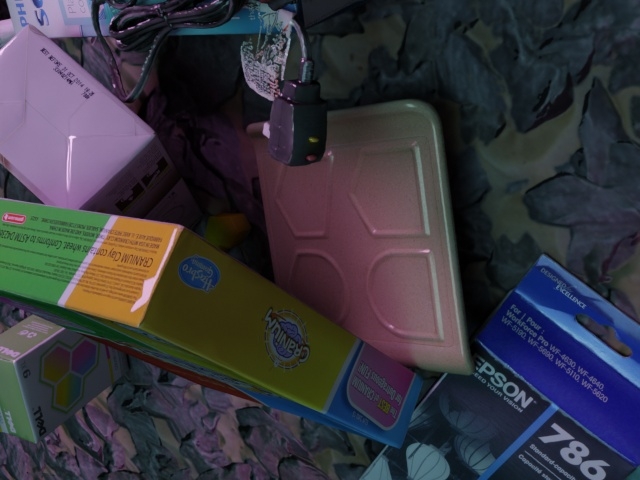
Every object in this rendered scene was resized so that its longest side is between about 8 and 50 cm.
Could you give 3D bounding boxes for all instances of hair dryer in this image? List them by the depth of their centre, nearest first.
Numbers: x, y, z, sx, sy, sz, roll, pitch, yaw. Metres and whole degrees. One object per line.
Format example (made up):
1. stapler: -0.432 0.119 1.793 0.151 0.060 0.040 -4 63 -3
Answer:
1. hair dryer: -0.085 -0.192 0.537 0.223 0.080 0.293 24 128 20

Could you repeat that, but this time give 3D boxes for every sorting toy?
1. sorting toy: 0.000 0.000 0.760 0.307 0.041 0.229 0 105 45

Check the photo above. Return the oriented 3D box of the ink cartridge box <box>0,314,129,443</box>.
1. ink cartridge box: -0.311 0.148 0.935 0.062 0.209 0.109 11 119 29

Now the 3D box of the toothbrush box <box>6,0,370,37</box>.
1. toothbrush box: -0.122 -0.277 0.651 0.295 0.126 0.216 8 119 31

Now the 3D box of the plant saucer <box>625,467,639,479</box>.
1. plant saucer: 0.309 0.209 0.691 0.119 0.021 0.119 15 121 27

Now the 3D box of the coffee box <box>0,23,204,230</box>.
1. coffee box: -0.201 -0.062 0.741 0.141 0.098 0.246 41 171 10

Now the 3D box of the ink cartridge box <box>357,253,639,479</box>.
1. ink cartridge box: 0.163 0.181 0.746 0.165 0.065 0.333 37 127 12

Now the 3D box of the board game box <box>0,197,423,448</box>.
1. board game box: -0.097 0.067 0.653 0.242 0.064 0.316 8 161 38

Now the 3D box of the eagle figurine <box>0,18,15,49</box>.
1. eagle figurine: -0.361 -0.215 0.804 0.226 0.225 0.298 27 137 34
